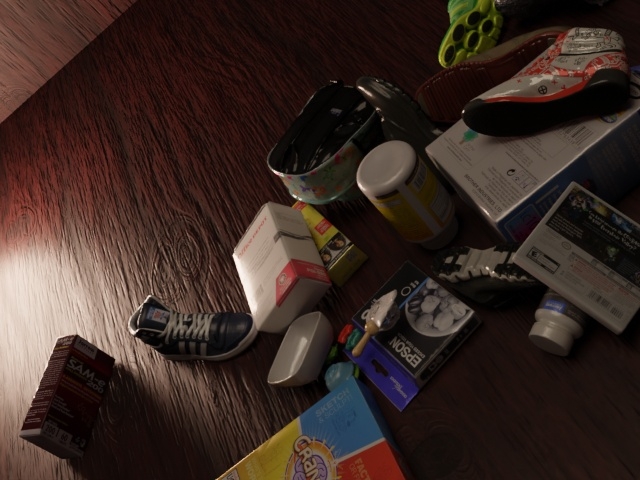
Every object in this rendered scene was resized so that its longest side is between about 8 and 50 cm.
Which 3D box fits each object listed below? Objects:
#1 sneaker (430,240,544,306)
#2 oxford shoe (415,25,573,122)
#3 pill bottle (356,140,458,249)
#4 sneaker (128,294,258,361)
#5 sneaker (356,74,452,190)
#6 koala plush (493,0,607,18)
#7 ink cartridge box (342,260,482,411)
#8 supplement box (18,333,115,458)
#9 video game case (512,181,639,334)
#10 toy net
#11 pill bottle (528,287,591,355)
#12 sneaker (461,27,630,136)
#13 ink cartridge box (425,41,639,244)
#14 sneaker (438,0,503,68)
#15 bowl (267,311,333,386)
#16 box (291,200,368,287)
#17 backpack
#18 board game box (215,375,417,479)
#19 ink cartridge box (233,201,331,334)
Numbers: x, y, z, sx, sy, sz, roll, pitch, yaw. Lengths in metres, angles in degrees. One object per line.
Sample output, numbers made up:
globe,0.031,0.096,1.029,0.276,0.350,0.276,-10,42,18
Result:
sneaker,0.297,0.060,1.393,0.234,0.106,0.078,-3,46,47
oxford shoe,0.357,-0.331,1.713,0.348,0.123,0.130,-14,22,34
pill bottle,0.166,-0.075,1.543,0.117,0.215,0.117,-23,44,24
sneaker,-0.271,0.176,1.753,0.282,0.153,0.099,-12,49,34
sneaker,0.164,-0.204,1.649,0.286,0.109,0.130,45,102,7
koala plush,0.478,-0.543,1.722,0.221,0.196,0.203,21,83,48
ink cartridge box,0.147,0.160,1.490,0.208,0.045,0.206,-48,39,-1
supplement box,-0.551,0.342,1.871,0.073,0.130,0.239,-14,49,32
video game case,0.415,0.023,1.287,0.190,0.022,0.173,37,68,15
toy net,0.078,0.169,1.486,0.232,0.045,0.122,-53,14,27
pill bottle,0.378,0.103,1.310,0.078,0.078,0.137,12,65,46
sneaker,0.369,-0.262,1.400,0.270,0.090,0.145,-10,50,30
ink cartridge box,0.419,-0.180,1.466,0.395,0.151,0.270,-40,40,7
sneaker,0.335,-0.485,1.868,0.296,0.109,0.123,-62,19,-18
bowl,-0.031,0.209,1.570,0.142,0.053,0.142,-26,36,58
box,0.000,0.000,1.747,0.087,0.058,0.232,-46,38,1
backpack,0.024,-0.189,1.785,0.253,0.191,0.225,-48,37,-20
board game box,-0.013,0.407,1.395,0.316,0.064,0.242,-39,39,7
ink cartridge box,-0.081,0.055,1.687,0.158,0.092,0.218,-54,41,29
